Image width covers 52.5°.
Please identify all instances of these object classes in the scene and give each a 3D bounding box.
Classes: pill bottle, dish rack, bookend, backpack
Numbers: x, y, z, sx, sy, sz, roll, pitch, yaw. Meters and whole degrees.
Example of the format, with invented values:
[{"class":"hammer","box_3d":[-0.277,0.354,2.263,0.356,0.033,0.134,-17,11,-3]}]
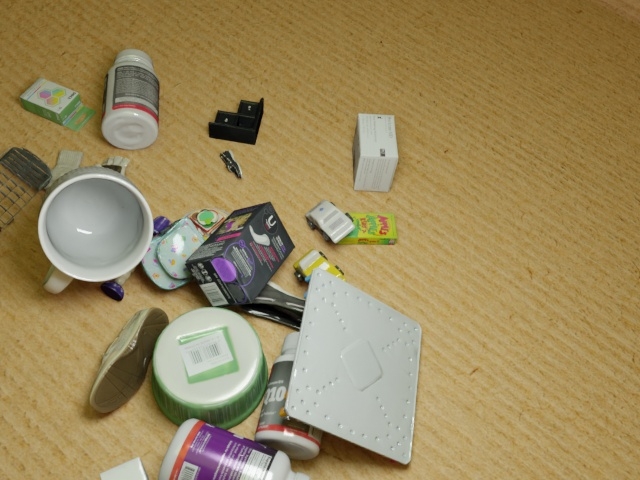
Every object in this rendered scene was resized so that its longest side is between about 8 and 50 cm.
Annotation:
[{"class":"pill bottle","box_3d":[-0.195,0.546,1.495,0.323,0.181,0.181,19,57,6]},{"class":"pill bottle","box_3d":[-0.614,-0.467,2.113,0.176,0.176,0.318,-3,58,-8]},{"class":"dish rack","box_3d":[-0.944,-0.162,1.921,0.208,0.074,0.271,34,72,14]},{"class":"bookend","box_3d":[-0.279,-0.411,2.174,0.156,0.072,0.157,10,56,1]},{"class":"backpack","box_3d":[-0.402,0.046,1.798,0.188,0.144,0.166,-36,102,-11]},{"class":"pill bottle","box_3d":[-0.057,0.385,1.627,0.161,0.161,0.283,12,56,2]}]

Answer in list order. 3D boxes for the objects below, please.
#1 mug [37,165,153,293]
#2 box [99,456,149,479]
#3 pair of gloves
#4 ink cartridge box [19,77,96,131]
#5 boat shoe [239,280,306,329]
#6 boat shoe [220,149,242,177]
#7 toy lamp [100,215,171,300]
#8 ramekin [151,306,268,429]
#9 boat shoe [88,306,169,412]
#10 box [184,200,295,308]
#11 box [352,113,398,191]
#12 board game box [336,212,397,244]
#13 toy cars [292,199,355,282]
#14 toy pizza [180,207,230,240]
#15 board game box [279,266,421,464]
[{"class":"mug","box_3d":[-0.637,-0.025,1.755,0.276,0.328,0.374,31,90,-26]},{"class":"box","box_3d":[-0.419,0.582,1.453,0.091,0.170,0.130,-20,61,-19]},{"class":"pair of gloves","box_3d":[-0.726,-0.192,2.003,0.240,0.042,0.204,11,57,2]},{"class":"ink cartridge box","box_3d":[-0.864,-0.450,2.142,0.209,0.062,0.109,23,57,9]},{"class":"boat shoe","box_3d":[-0.064,0.206,1.771,0.335,0.112,0.095,20,48,15]},{"class":"boat shoe","box_3d":[-0.285,-0.242,2.079,0.038,0.046,0.125,-20,58,-18]},{"class":"toy lamp","box_3d":[-0.516,0.042,1.850,0.080,0.080,0.275,23,57,9]},{"class":"ramekin","box_3d":[-0.283,0.318,1.653,0.303,0.148,0.303,3,57,-4]},{"class":"boat shoe","box_3d":[-0.506,0.304,1.677,0.098,0.109,0.302,-5,47,39]},{"class":"box","box_3d":[-0.213,0.038,1.770,0.143,0.165,0.270,-11,26,34]},{"class":"box","box_3d":[0.171,-0.278,2.070,0.119,0.182,0.181,2,57,-4]},{"class":"board game box","box_3d":[0.139,-0.036,1.992,0.181,0.043,0.092,0,57,-6]},{"class":"toy cars","box_3d":[0.000,0.000,1.857,0.176,0.087,0.394,-14,41,24]},{"class":"toy pizza","box_3d":[-0.337,-0.020,1.937,0.201,0.032,0.201,3,57,-4]},{"class":"board game box","box_3d":[0.089,0.317,1.637,0.390,0.050,0.390,31,52,-27]}]
